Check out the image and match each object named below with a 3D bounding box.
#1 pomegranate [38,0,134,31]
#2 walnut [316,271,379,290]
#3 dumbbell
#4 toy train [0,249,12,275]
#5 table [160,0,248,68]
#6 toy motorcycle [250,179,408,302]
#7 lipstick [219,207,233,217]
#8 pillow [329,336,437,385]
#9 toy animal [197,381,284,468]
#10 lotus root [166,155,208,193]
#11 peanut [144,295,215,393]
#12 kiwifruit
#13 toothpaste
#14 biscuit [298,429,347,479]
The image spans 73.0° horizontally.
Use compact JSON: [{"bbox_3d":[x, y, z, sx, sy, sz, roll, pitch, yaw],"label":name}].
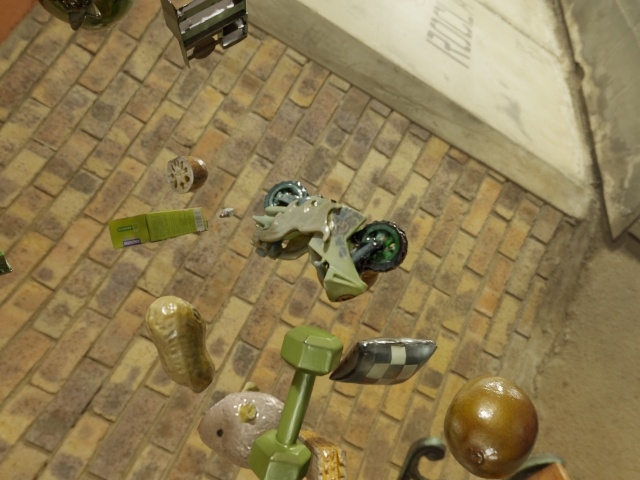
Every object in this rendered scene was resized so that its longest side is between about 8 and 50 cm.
[{"bbox_3d":[-0.424,-0.453,0.760,0.181,0.182,0.224,-57,32,37],"label":"pomegranate"},{"bbox_3d":[0.086,0.087,1.325,0.167,0.207,0.167,-8,80,58],"label":"walnut"},{"bbox_3d":[-0.047,0.320,0.841,0.121,0.108,0.301,16,-89,-69],"label":"dumbbell"},{"bbox_3d":[-0.513,0.013,0.660,0.038,0.093,0.056,-31,-15,-39],"label":"toy train"},{"bbox_3d":[-0.212,-0.425,0.810,0.146,0.062,0.175,-37,-1,-14],"label":"table"},{"bbox_3d":[0.000,0.000,1.071,0.236,0.410,0.168,-56,-27,-12],"label":"toy motorcycle"},{"bbox_3d":[-0.298,-0.083,1.354,0.107,0.025,0.025,-66,-19,-79],"label":"lipstick"},{"bbox_3d":[0.162,0.316,1.138,0.186,0.250,0.106,-58,35,37],"label":"pillow"},{"bbox_3d":[-0.200,0.607,1.382,0.188,0.359,0.226,-146,80,-80],"label":"toy animal"},{"bbox_3d":[-0.419,-0.205,1.367,0.122,0.112,0.081,-10,1,32],"label":"lotus root"},{"bbox_3d":[-0.291,0.225,0.931,0.110,0.236,0.120,-19,20,-1],"label":"peanut"},{"bbox_3d":[0.377,0.415,0.966,0.234,0.196,0.196,-26,-25,-50],"label":"kiwifruit"},{"bbox_3d":[-0.441,-0.040,1.215,0.327,0.110,0.077,-33,-67,-77],"label":"toothpaste"},{"bbox_3d":[-0.009,0.498,0.983,0.378,0.054,0.094,123,145,-70],"label":"biscuit"}]
